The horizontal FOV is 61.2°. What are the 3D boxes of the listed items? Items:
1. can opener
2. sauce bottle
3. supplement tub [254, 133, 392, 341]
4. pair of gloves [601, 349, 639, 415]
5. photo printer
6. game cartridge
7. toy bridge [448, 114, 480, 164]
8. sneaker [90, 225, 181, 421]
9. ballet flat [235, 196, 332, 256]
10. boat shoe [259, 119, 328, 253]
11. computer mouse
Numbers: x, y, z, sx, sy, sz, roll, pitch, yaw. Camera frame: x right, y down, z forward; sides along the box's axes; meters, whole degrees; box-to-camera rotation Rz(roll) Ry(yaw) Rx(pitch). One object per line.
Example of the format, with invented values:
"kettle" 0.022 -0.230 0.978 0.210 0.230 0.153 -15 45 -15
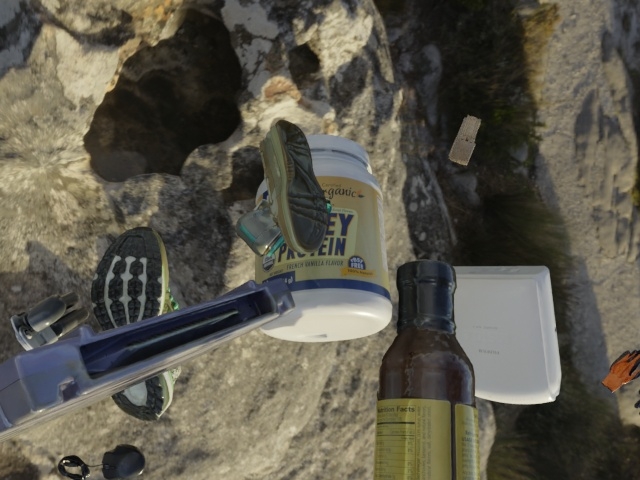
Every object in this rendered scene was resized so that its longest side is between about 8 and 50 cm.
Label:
"can opener" -0.480 0.138 1.003 0.095 0.283 0.076 -31 97 -3
"sauce bottle" 0.114 0.191 0.576 0.111 0.111 0.344 21 62 -28
"supplement tub" 0.000 0.000 0.943 0.228 0.228 0.316 11 64 -28
"pair of gloves" 0.442 0.196 0.746 0.074 0.083 0.010 -45 151 -3
"photo printer" 0.388 0.211 1.197 0.107 0.256 0.307 -23 107 -49
"game cartridge" -0.209 0.127 0.579 0.355 0.230 0.068 -11 79 -61
"toy bridge" 0.205 -0.145 0.767 0.026 0.188 0.063 22 106 9
"sneaker" -0.357 0.159 1.136 0.158 0.182 0.410 8 108 11
"ballet flat" -0.045 -0.037 0.735 0.068 0.213 0.072 40 114 7
"boat shoe" -0.033 -0.051 0.553 0.056 0.048 0.153 10 57 -43
"computer mouse" -0.475 0.480 1.155 0.041 0.242 0.071 12 66 -67
